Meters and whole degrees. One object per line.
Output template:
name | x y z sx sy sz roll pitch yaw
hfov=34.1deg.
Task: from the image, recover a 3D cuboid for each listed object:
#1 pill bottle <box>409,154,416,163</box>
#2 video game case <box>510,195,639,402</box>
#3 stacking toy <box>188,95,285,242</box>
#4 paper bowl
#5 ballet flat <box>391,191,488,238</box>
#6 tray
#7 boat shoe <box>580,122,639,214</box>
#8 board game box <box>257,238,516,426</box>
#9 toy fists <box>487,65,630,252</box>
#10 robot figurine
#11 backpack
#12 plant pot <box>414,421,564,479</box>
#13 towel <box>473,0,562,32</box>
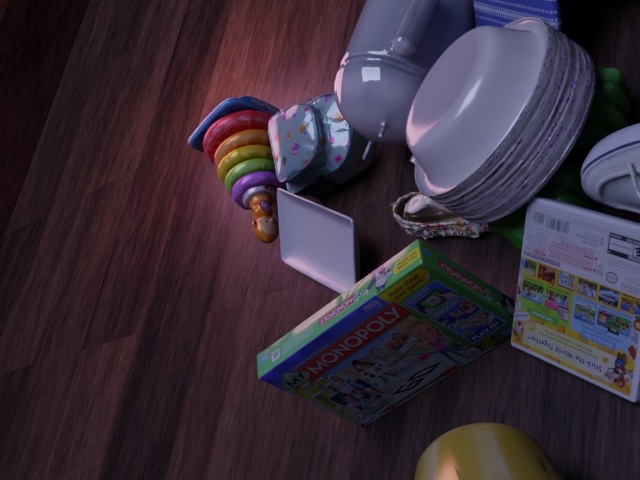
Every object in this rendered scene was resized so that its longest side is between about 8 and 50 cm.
pill bottle | 0.225 -0.184 1.631 0.193 0.108 0.108 -57 33 5
video game case | 0.327 0.066 1.293 0.227 0.026 0.206 24 113 57
stacking toy | -0.132 -0.120 2.043 0.166 0.175 0.301 -41 49 31
paper bowl | 0.225 -0.176 1.426 0.284 0.148 0.284 -51 21 28
ballet flat | 0.201 -0.049 1.586 0.241 0.077 0.091 -14 59 47
tray | 0.000 0.000 1.814 0.270 0.030 0.145 26 124 57
boat shoe | 0.449 -0.044 1.199 0.367 0.136 0.156 0 55 45
board game box | 0.094 0.141 1.456 0.317 0.213 0.046 -38 39 31
toy fists | 0.339 -0.109 1.438 0.279 0.096 0.142 -64 24 -4
robot figurine | 0.145 -0.307 1.748 0.300 0.200 0.353 85 -154 -72
backpack | 0.004 -0.179 1.880 0.188 0.144 0.165 -23 67 34
plant pot | 0.198 0.339 1.161 0.254 0.254 0.239 -46 19 21
towel | 0.294 -0.404 1.568 0.040 0.336 0.243 -17 23 -16
